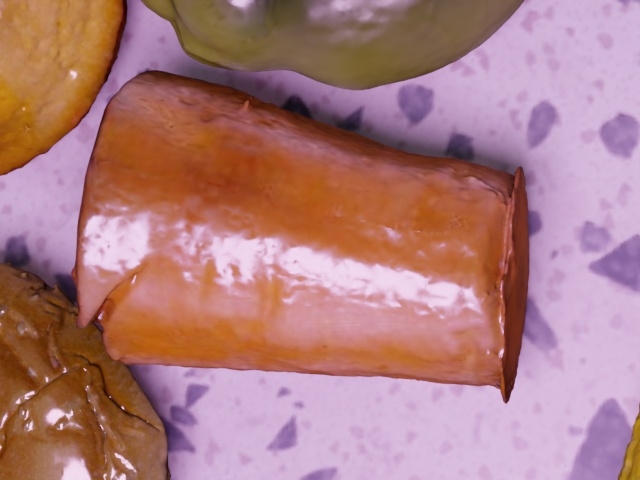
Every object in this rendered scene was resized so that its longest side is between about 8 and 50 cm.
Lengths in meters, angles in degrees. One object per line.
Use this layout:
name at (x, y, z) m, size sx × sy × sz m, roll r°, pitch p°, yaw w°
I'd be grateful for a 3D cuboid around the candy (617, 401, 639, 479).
candy at (0.243, 0.085, 0.987) m, size 0.094 × 0.106 × 0.198 m, roll 15°, pitch 88°, yaw -1°

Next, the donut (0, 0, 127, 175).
donut at (-0.276, -0.190, 1.139) m, size 0.303 × 0.110 × 0.302 m, roll 2°, pitch 94°, yaw 31°

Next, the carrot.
carrot at (0.000, 0.000, 1.024) m, size 0.254 × 0.196 × 0.196 m, roll 7°, pitch 89°, yaw 15°

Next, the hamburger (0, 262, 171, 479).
hamburger at (-0.204, 0.143, 1.110) m, size 0.211 × 0.132 × 0.309 m, roll -41°, pitch 75°, yaw 14°

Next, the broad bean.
broad bean at (0.022, -0.212, 1.039) m, size 0.291 × 0.119 × 0.238 m, roll -35°, pitch 97°, yaw 3°
